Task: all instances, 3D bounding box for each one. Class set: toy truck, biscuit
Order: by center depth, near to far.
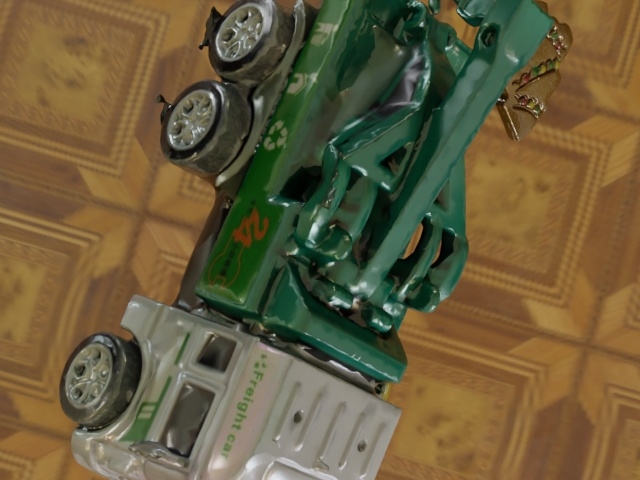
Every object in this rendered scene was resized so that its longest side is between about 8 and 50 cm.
[{"bbox_3d":[-0.006,0.000,0.943,0.176,0.178,0.363,31,83,-42],"label":"toy truck"},{"bbox_3d":[0.134,-0.110,1.017,0.016,0.082,0.092,13,97,42],"label":"biscuit"}]

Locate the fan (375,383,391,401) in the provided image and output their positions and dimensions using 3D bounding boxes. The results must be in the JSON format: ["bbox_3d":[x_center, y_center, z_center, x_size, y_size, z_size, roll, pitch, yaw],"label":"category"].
[{"bbox_3d":[0.008,0.124,1.106,0.082,0.039,0.155,27,52,-35],"label":"fan"}]
